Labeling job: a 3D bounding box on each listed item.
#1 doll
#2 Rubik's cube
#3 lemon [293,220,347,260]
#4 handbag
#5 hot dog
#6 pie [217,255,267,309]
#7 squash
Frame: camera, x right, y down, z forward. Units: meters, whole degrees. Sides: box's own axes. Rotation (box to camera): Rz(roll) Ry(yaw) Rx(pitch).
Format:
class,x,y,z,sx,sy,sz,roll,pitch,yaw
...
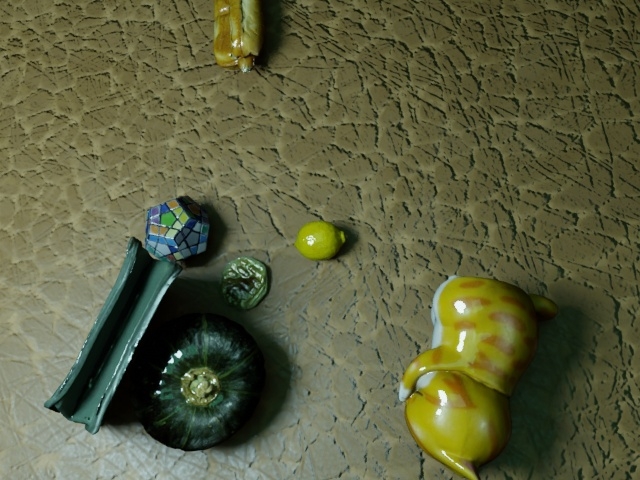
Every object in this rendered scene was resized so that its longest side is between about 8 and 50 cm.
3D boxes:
class,x,y,z,sx,sy,sz,roll,pitch,yaw
doll,0.199,0.173,1.022,0.162,0.166,0.269,21,79,17
Rubik's cube,-0.223,-0.017,1.181,0.093,0.111,0.111,24,75,44
lemon,0.000,0.000,1.158,0.083,0.062,0.062,-10,71,5
handbag,-0.289,0.136,1.060,0.079,0.260,0.247,27,72,-10
hot dog,-0.136,-0.388,1.302,0.102,0.076,0.249,-23,63,40
pie,-0.119,0.065,1.177,0.084,0.020,0.084,-3,72,8
squash,-0.172,0.198,1.073,0.193,0.156,0.193,5,66,-11
